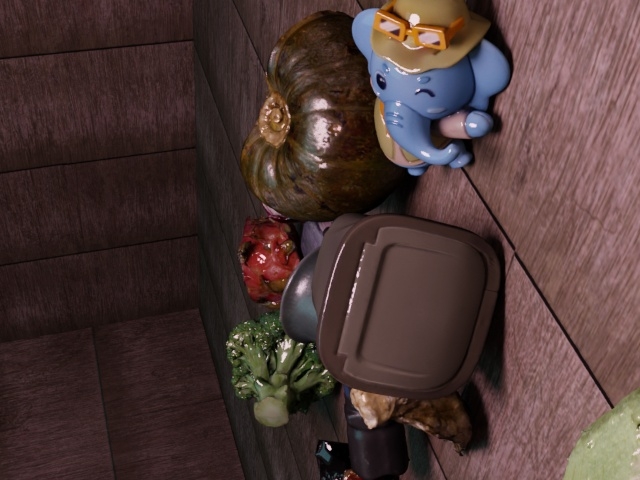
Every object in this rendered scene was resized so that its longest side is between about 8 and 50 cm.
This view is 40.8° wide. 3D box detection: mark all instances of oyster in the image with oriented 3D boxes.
[{"bbox_3d":[0.137,0.240,1.232,0.294,0.166,0.094,59,-133,-75],"label":"oyster"}]

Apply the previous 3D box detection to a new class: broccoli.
[{"bbox_3d":[-0.090,0.282,1.851,0.270,0.270,0.269,-76,-11,-58],"label":"broccoli"}]

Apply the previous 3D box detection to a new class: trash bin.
[{"bbox_3d":[0.092,0.066,1.145,0.250,0.219,0.219,-137,63,-77],"label":"trash bin"}]

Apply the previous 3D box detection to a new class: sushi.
[{"bbox_3d":[0.083,0.472,1.581,0.150,0.153,0.172,-2,75,57],"label":"sushi"}]

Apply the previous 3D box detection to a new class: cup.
[{"bbox_3d":[0.053,0.118,1.462,0.150,0.199,0.199,30,132,40],"label":"cup"}]

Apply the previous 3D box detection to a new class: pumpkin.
[{"bbox_3d":[0.039,-0.152,1.296,0.232,0.242,0.324,44,133,29],"label":"pumpkin"}]

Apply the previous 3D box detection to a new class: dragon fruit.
[{"bbox_3d":[-0.091,0.044,1.906,0.282,0.147,0.210,61,-156,-78],"label":"dragon fruit"}]

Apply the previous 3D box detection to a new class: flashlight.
[{"bbox_3d":[0.070,0.169,1.346,0.103,0.103,0.423,-149,49,-70],"label":"flashlight"}]

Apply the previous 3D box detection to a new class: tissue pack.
[{"bbox_3d":[0.000,0.000,1.763,0.156,0.051,0.112,99,155,-50],"label":"tissue pack"}]

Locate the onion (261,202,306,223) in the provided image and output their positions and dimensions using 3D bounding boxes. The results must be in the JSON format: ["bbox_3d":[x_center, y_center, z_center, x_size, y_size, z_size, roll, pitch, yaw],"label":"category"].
[{"bbox_3d":[-0.034,-0.132,1.642,0.173,0.135,0.198,-18,77,39],"label":"onion"}]

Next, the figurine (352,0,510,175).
[{"bbox_3d":[0.137,-0.182,1.042,0.180,0.154,0.262,45,159,51],"label":"figurine"}]

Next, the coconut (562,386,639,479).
[{"bbox_3d":[0.282,0.219,0.609,0.204,0.236,0.235,44,-159,-52],"label":"coconut"}]
